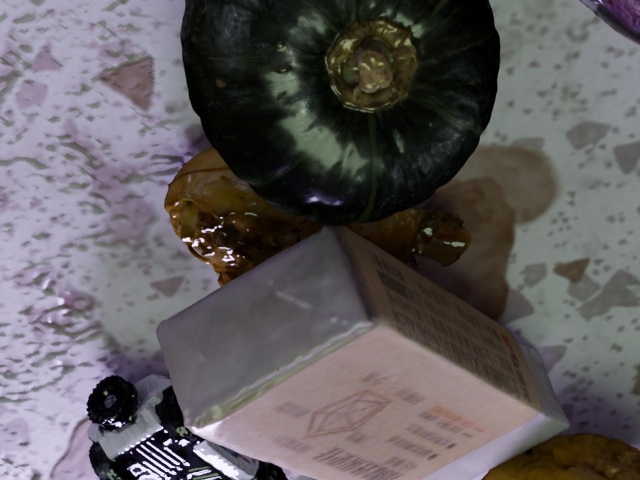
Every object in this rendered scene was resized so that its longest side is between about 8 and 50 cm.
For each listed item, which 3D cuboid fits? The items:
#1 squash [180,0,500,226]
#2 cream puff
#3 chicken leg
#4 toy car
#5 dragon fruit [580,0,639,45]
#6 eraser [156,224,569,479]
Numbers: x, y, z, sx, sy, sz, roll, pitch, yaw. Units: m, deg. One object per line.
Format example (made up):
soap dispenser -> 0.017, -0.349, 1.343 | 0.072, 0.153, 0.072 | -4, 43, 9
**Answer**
squash -> 0.009, -0.106, 1.121 | 0.193, 0.156, 0.193 | -15, 117, -32
cream puff -> 0.205, 0.211, 1.438 | 0.129, 0.189, 0.189 | -53, 129, -13
chicken leg -> 0.001, -0.003, 1.264 | 0.208, 0.101, 0.085 | 10, 157, -24
toy car -> -0.099, 0.151, 1.394 | 0.080, 0.070, 0.171 | -33, 130, 19
dragon fruit -> 0.222, -0.220, 1.071 | 0.148, 0.224, 0.218 | -39, 150, -26
eraser -> 0.040, 0.094, 1.285 | 0.144, 0.078, 0.343 | -30, 153, 16
